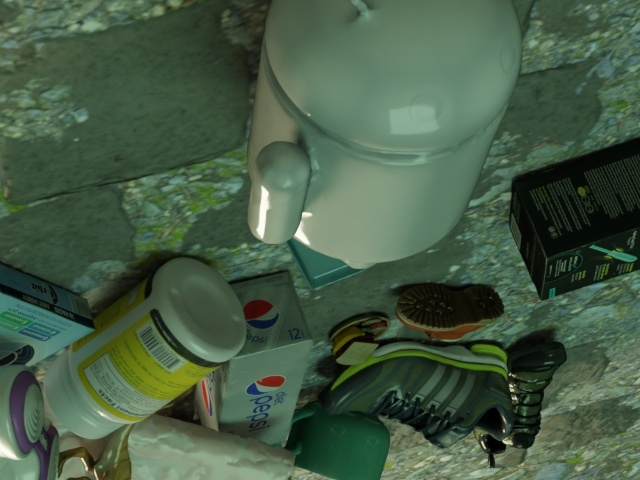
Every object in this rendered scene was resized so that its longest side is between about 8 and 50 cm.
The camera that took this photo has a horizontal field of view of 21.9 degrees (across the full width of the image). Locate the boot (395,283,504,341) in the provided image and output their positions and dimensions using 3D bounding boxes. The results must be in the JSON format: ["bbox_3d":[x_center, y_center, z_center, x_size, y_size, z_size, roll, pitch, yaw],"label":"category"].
[{"bbox_3d":[0.138,0.094,1.966,0.158,0.059,0.085,4,151,-40],"label":"boot"}]

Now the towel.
[{"bbox_3d":[-0.236,0.322,1.918,0.332,0.053,0.317,16,119,-15],"label":"towel"}]

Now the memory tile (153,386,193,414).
[{"bbox_3d":[-0.234,0.192,1.952,0.148,0.012,0.113,7,144,-43],"label":"memory tile"}]

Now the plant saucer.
[{"bbox_3d":[0.000,0.000,1.733,0.067,0.018,0.192,-21,153,3],"label":"plant saucer"}]

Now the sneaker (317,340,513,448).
[{"bbox_3d":[0.134,0.200,2.090,0.300,0.121,0.111,-1,148,-33],"label":"sneaker"}]

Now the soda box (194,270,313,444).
[{"bbox_3d":[-0.081,0.147,1.878,0.098,0.091,0.286,-13,153,-14],"label":"soda box"}]

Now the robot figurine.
[{"bbox_3d":[0.047,-0.115,1.333,0.300,0.200,0.353,-49,167,-28],"label":"robot figurine"}]

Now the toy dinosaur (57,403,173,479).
[{"bbox_3d":[-0.233,0.250,1.820,0.112,0.064,0.211,-1,123,-18],"label":"toy dinosaur"}]

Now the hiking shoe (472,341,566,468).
[{"bbox_3d":[0.277,0.220,2.233,0.086,0.114,0.227,-5,150,-28],"label":"hiking shoe"}]

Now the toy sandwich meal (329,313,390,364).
[{"bbox_3d":[0.048,0.119,1.980,0.086,0.029,0.085,-15,154,-8],"label":"toy sandwich meal"}]

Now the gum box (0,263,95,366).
[{"bbox_3d":[-0.347,0.096,1.656,0.184,0.041,0.157,-29,152,19],"label":"gum box"}]

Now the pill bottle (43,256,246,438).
[{"bbox_3d":[-0.186,0.117,1.717,0.208,0.119,0.119,-36,150,31],"label":"pill bottle"}]

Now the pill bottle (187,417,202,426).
[{"bbox_3d":[-0.195,0.320,2.053,0.283,0.161,0.161,-18,154,-2],"label":"pill bottle"}]

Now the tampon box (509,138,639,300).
[{"bbox_3d":[0.299,-0.023,1.795,0.161,0.101,0.120,-18,154,-5],"label":"tampon box"}]

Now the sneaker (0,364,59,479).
[{"bbox_3d":[-0.356,0.213,1.724,0.152,0.114,0.305,4,144,2],"label":"sneaker"}]

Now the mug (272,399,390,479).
[{"bbox_3d":[0.020,0.256,2.115,0.130,0.097,0.158,16,172,22],"label":"mug"}]
